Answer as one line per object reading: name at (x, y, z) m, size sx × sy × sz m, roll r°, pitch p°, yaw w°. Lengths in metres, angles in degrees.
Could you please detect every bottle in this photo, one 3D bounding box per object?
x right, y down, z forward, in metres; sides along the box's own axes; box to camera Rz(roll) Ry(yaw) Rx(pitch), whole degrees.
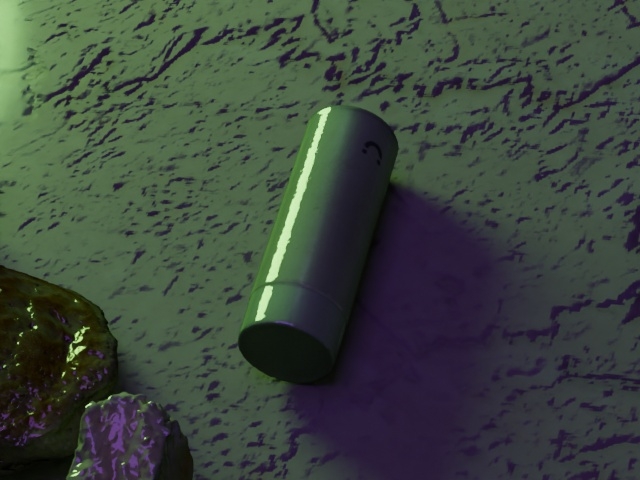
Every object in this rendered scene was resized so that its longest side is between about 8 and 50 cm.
bottle at (0.000, 0.000, 1.337) m, size 0.072 × 0.072 × 0.201 m, roll 4°, pitch 51°, yaw 16°

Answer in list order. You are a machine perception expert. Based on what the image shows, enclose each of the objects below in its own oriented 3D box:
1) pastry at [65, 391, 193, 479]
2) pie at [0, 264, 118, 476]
pastry at (-0.140, 0.216, 1.152) m, size 0.089 × 0.121 × 0.258 m, roll -1°, pitch 51°, yaw 18°
pie at (-0.223, 0.084, 1.314) m, size 0.163 × 0.079 × 0.193 m, roll -19°, pitch 47°, yaw -17°
